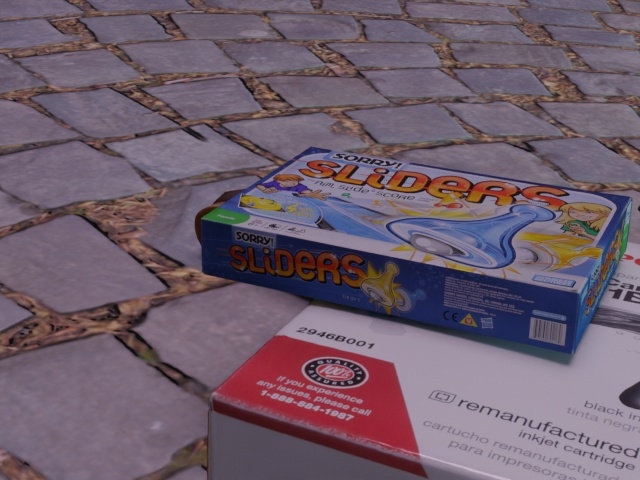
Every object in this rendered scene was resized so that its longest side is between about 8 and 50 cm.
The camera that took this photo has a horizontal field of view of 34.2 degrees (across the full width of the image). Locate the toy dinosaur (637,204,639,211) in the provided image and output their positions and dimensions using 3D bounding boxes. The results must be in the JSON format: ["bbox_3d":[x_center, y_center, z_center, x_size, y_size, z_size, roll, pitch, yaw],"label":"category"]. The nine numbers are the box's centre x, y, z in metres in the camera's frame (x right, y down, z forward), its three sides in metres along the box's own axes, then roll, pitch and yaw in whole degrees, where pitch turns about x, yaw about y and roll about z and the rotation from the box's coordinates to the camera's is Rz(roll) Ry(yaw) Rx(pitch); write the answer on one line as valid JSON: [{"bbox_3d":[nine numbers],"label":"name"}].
[{"bbox_3d":[0.326,-0.051,0.778,0.160,0.313,0.121,-40,21,-2],"label":"toy dinosaur"}]

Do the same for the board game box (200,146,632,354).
[{"bbox_3d":[0.055,-0.003,0.568,0.201,0.035,0.136,11,25,22],"label":"board game box"}]

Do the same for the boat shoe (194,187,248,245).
[{"bbox_3d":[0.000,0.000,0.784,0.207,0.073,0.073,22,32,35],"label":"boat shoe"}]

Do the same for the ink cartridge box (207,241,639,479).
[{"bbox_3d":[0.093,0.088,0.553,0.197,0.114,0.273,13,25,22],"label":"ink cartridge box"}]
